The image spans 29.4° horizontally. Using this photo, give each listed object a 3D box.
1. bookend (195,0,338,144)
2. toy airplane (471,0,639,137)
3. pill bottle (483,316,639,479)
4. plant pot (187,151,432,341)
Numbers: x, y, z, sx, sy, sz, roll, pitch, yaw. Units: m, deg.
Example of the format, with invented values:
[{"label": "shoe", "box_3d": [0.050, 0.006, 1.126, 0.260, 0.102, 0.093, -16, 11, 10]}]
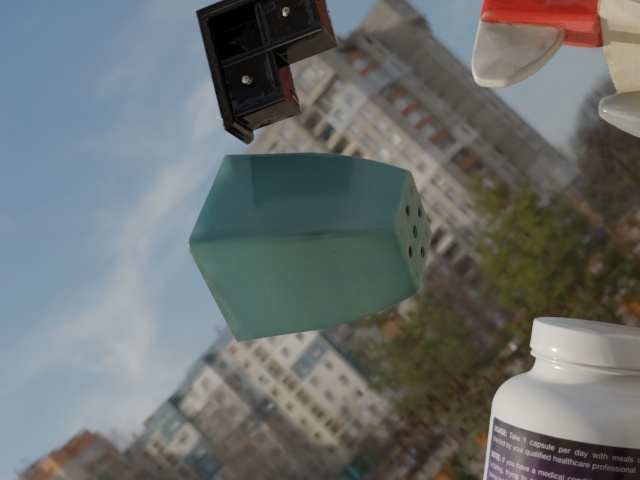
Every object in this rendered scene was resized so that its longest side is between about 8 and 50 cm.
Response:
[{"label": "bookend", "box_3d": [-0.048, -0.216, 1.429, 0.156, 0.157, 0.072, -18, -15, 15]}, {"label": "toy airplane", "box_3d": [0.330, -0.196, 1.149, 0.386, 0.272, 0.384, 3, -21, -32]}, {"label": "pill bottle", "box_3d": [0.233, 0.237, 1.081, 0.181, 0.182, 0.322, -5, -78, -77]}, {"label": "plant pot", "box_3d": [0.000, 0.000, 1.423, 0.165, 0.234, 0.165, -72, -32, -44]}]
